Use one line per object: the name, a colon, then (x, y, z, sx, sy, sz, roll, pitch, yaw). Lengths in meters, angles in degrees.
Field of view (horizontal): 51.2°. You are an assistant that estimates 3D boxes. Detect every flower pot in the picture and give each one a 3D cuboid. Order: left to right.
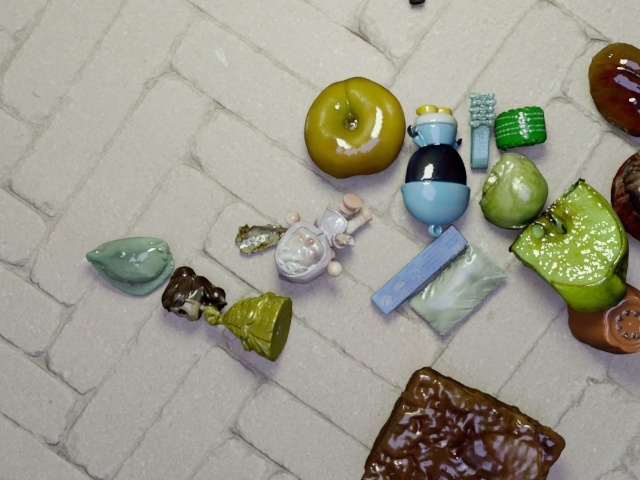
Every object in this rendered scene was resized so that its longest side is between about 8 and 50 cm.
flower pot: (0.697, 0.181, 1.570, 0.191, 0.173, 0.190, 0, 91, 4)

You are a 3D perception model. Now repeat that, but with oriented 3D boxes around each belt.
belt: (0.386, -0.261, 1.604, 0.065, 0.100, 0.179, -1, 96, 8)

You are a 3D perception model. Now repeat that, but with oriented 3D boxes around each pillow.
pillow: (0.338, 0.122, 1.649, 0.229, 0.051, 0.128, -43, 87, 7)

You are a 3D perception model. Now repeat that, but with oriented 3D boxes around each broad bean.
broad bean: (0.723, -0.353, 1.566, 0.156, 0.122, 0.228, -36, 84, 30)

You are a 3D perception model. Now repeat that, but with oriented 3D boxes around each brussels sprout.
brussels sprout: (0.468, -0.114, 1.594, 0.145, 0.131, 0.183, 23, 95, 24)

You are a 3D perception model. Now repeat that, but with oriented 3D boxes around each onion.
onion: (0.801, -0.107, 1.539, 0.246, 0.190, 0.246, -2, 75, 6)

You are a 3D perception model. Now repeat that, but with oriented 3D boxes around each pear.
pear: (0.606, 0.026, 1.515, 0.238, 0.164, 0.255, -46, 52, 4)

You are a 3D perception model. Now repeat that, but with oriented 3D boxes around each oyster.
oyster: (-0.149, -0.004, 1.685, 0.132, 0.029, 0.086, 9, 100, 0)

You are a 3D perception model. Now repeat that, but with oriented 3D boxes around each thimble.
thimble: (0.472, -0.264, 1.583, 0.118, 0.130, 0.090, -10, 92, -34)

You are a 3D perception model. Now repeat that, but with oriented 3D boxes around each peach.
peach: (0.080, -0.270, 1.596, 0.251, 0.153, 0.251, -3, 73, 9)

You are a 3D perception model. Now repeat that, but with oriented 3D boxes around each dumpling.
dumpling: (-0.475, 0.066, 1.670, 0.217, 0.105, 0.149, -1, 86, 0)

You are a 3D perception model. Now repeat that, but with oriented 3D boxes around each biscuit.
biscuit: (0.330, 0.518, 1.612, 0.395, 0.166, 0.342, 28, 93, 0)

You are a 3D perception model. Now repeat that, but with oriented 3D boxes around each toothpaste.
toothpaste: (0.244, 0.074, 1.654, 0.272, 0.053, 0.066, -43, 85, 5)

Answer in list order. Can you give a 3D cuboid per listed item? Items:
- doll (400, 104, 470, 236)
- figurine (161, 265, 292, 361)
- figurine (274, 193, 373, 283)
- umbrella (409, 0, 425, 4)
doll: (0.274, -0.163, 1.597, 0.177, 0.141, 0.314, 6, 80, -26)
figurine: (-0.243, 0.178, 1.643, 0.315, 0.187, 0.168, 14, 98, 11)
figurine: (-0.001, 0.001, 1.628, 0.276, 0.133, 0.200, -39, 78, 0)
umbrella: (0.224, -0.705, 1.590, 0.110, 0.122, 0.272, -1, 99, 47)
